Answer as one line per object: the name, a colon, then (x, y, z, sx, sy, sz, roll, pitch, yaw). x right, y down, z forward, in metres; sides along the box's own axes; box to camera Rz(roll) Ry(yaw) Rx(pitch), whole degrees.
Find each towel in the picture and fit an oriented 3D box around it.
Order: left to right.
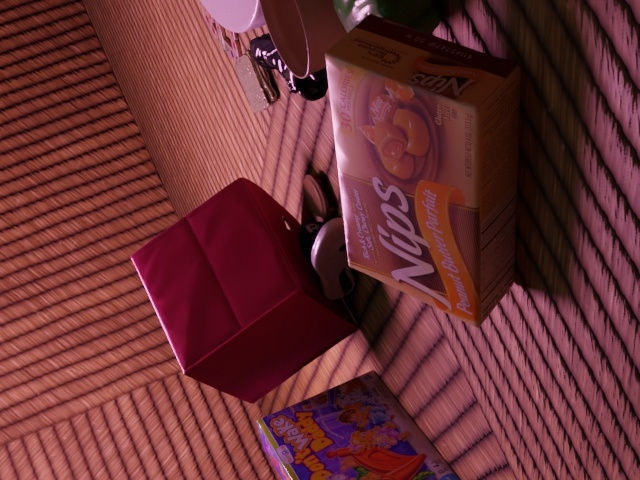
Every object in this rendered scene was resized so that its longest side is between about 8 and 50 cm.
towel: (-0.114, -0.282, 2.061, 0.110, 0.027, 0.148, 68, 165, -3)

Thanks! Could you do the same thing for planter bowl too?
planter bowl: (0.000, -0.292, 1.430, 0.162, 0.109, 0.162, 159, 90, -76)

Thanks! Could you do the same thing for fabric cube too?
fabric cube: (-0.131, 0.093, 2.064, 0.258, 0.259, 0.254, 60, -169, 31)

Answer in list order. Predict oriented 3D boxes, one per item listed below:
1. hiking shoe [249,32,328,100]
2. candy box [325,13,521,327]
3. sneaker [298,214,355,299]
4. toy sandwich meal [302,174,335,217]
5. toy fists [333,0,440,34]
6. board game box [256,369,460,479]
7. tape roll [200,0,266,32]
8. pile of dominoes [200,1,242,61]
hiking shoe: (-0.040, -0.253, 1.691, 0.227, 0.086, 0.114, -174, 67, -74)
candy box: (0.112, -0.068, 1.245, 0.183, 0.087, 0.316, 26, 145, 29)
sneaker: (0.000, 0.000, 1.939, 0.121, 0.079, 0.217, 58, 165, 30)
toy sandwich meal: (-0.003, -0.077, 1.948, 0.085, 0.029, 0.086, 54, 157, 35)
toy fists: (0.044, -0.330, 1.243, 0.142, 0.096, 0.279, -157, 45, -81)
board game box: (0.065, 0.382, 1.953, 0.347, 0.233, 0.078, 48, 157, 54)
tape roll: (-0.147, -0.498, 1.693, 0.392, 0.072, 0.392, 54, 157, 35)
pile of dominoes: (-0.215, -0.458, 2.153, 0.196, 0.040, 0.251, -129, 23, -51)
